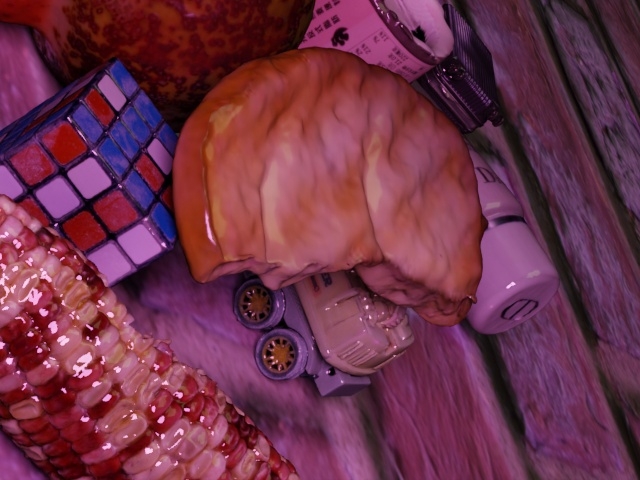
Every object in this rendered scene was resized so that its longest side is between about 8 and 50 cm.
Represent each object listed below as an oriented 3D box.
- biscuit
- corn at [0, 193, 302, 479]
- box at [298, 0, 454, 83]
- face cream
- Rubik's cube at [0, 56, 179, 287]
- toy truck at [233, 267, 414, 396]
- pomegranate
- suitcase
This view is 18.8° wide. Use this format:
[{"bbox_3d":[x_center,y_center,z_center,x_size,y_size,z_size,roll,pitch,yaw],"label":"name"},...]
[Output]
[{"bbox_3d":[0.009,-0.036,1.121,0.299,0.045,0.154,13,67,-55],"label":"biscuit"},{"bbox_3d":[-0.107,0.080,0.960,0.290,0.098,0.098,49,25,-19],"label":"corn"},{"bbox_3d":[0.014,-0.155,1.443,0.151,0.135,0.151,44,29,-32],"label":"box"},{"bbox_3d":[0.079,-0.067,1.556,0.143,0.089,0.314,17,36,-59],"label":"face cream"},{"bbox_3d":[-0.129,-0.028,1.045,0.092,0.092,0.092,53,25,-15],"label":"Rubik's cube"},{"bbox_3d":[0.000,0.000,1.245,0.085,0.116,0.191,12,52,-62],"label":"toy truck"},{"bbox_3d":[-0.124,-0.167,1.136,0.248,0.214,0.214,-3,59,-27],"label":"pomegranate"},{"bbox_3d":[0.119,-0.151,1.746,0.086,0.059,0.126,47,25,-30],"label":"suitcase"}]
